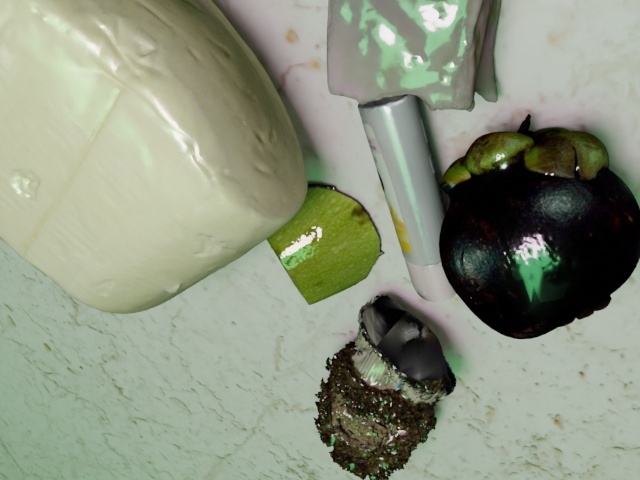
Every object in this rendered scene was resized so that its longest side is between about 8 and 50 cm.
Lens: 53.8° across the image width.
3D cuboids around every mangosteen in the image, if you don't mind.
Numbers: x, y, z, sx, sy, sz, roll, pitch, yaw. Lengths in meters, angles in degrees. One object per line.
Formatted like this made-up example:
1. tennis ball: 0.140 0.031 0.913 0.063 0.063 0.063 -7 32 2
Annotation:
1. mangosteen: 0.239 -0.017 0.714 0.243 0.243 0.242 12 124 19

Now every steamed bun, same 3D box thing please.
1. steamed bun: -0.251 -0.159 0.813 0.371 0.290 0.456 -33 104 31

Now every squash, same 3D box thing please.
1. squash: -0.012 0.013 0.927 0.184 0.085 0.191 -23 109 36

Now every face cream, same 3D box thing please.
1. face cream: 0.121 -0.056 0.809 0.073 0.107 0.269 -16 112 9

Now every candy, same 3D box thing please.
1. candy: 0.107 -0.245 0.676 0.185 0.137 0.195 13 122 19

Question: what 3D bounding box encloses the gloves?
1. gloves: 0.097 0.245 0.985 0.210 0.135 0.312 32 128 6
